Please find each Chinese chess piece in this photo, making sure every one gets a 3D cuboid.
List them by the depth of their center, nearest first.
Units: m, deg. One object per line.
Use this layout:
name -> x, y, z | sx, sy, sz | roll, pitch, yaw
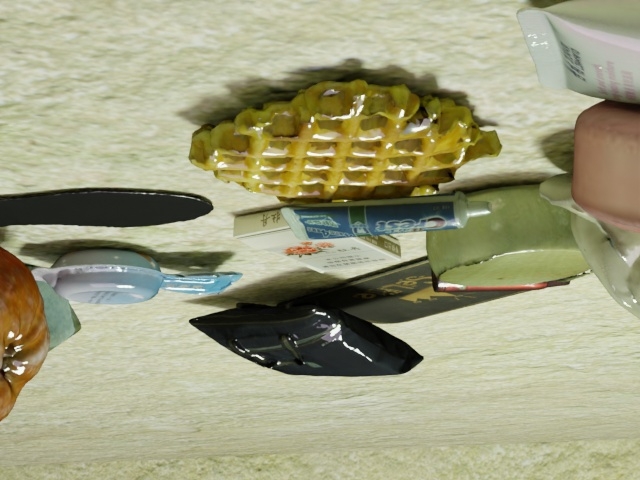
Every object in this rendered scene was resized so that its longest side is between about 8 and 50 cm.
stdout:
Chinese chess piece -> 0.205, -0.003, 1.509 | 0.188, 0.083, 0.188 | -4, 166, -1

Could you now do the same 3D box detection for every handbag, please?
handbag -> -0.023, 0.132, 1.894 | 0.211, 0.088, 0.254 | 26, 157, -38

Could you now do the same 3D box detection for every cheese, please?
cheese -> -0.222, 0.045, 1.689 | 0.245, 0.052, 0.135 | 4, 166, -21

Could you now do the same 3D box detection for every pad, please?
pad -> 0.110, 0.090, 1.863 | 0.315, 0.063, 0.375 | 11, 160, -38

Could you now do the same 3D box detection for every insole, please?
insole -> -0.286, -0.031, 1.490 | 0.348, 0.009, 0.119 | -3, 163, 3

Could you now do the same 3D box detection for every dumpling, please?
dumpling -> 0.363, -0.010, 1.398 | 0.318, 0.187, 0.243 | 35, -162, -8

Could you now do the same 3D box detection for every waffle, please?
waffle -> 0.021, -0.081, 1.265 | 0.245, 0.052, 0.254 | -13, 160, 33

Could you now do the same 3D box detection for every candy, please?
candy -> 0.325, -0.058, 1.122 | 0.255, 0.094, 0.255 | 2, -168, 0

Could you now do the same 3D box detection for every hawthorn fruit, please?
hawthorn fruit -> -0.420, 0.099, 1.571 | 0.231, 0.263, 0.235 | -32, 130, -16

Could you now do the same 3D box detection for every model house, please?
model house -> -0.406, 0.081, 1.753 | 0.152, 0.106, 0.165 | 3, 133, 31

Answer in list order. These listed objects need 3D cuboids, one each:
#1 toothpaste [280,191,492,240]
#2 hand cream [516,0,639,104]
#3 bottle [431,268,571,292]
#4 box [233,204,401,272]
toothpaste -> 0.061, -0.022, 1.316 | 0.197, 0.034, 0.057 | -5, 147, 19
hand cream -> 0.327, -0.138, 1.011 | 0.359, 0.118, 0.185 | 2, 172, 14
bottle -> 0.215, 0.032, 1.675 | 0.164, 0.060, 0.060 | -1, 165, -3
box -> 0.000, 0.000, 1.589 | 0.109, 0.029, 0.198 | -10, 163, 28
